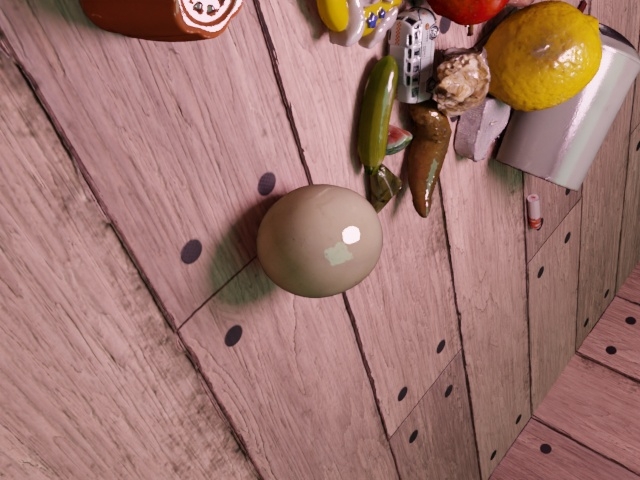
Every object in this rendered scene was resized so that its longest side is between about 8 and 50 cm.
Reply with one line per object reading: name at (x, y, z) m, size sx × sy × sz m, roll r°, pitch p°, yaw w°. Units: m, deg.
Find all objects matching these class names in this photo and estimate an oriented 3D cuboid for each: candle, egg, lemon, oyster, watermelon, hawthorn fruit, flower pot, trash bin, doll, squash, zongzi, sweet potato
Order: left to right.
flower pot at (-0.203, -0.345, 0.975) m, size 0.191 × 0.173 × 0.190 m, roll -29°, pitch 133°, yaw -37°
egg at (0.000, 0.000, 1.404) m, size 0.269 × 0.219 × 0.219 m, roll -13°, pitch 120°, yaw -53°
doll at (0.081, -0.467, 1.316) m, size 0.237 × 0.111 × 0.252 m, roll 4°, pitch 116°, yaw -52°
zongzi at (0.122, -0.111, 1.644) m, size 0.113 × 0.052 × 0.104 m, roll -52°, pitch 137°, yaw 4°
squash at (0.115, -0.255, 1.526) m, size 0.069 × 0.069 × 0.257 m, roll -18°, pitch 124°, yaw -46°
watermelon at (0.151, -0.220, 1.613) m, size 0.092 × 0.072 × 0.084 m, roll -29°, pitch 162°, yaw 16°
sweet potato at (0.247, -0.215, 1.691) m, size 0.124 × 0.098 × 0.309 m, roll -42°, pitch 138°, yaw -50°
oyster at (0.310, -0.351, 1.583) m, size 0.341 × 0.111 × 0.166 m, roll -24°, pitch 113°, yaw -75°
hawthorn fruit at (0.303, -0.525, 1.470) m, size 0.230 × 0.210 × 0.266 m, roll -80°, pitch 159°, yaw -45°
candle at (0.411, -0.306, 1.872) m, size 0.192 × 0.068 × 0.168 m, roll -53°, pitch 146°, yaw -19°
lemon at (0.525, -0.436, 1.767) m, size 0.311 × 0.253 × 0.253 m, roll -28°, pitch 145°, yaw 12°
trash bin at (0.669, -0.373, 1.990) m, size 0.280 × 0.280 × 0.431 m, roll 5°, pitch 109°, yaw -53°

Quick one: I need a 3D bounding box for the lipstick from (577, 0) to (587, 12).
lipstick at (0.729, -0.619, 2.131) m, size 0.027 × 0.027 × 0.176 m, roll 37°, pitch 79°, yaw -54°

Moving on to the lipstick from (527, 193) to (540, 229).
lipstick at (0.694, -0.093, 2.388) m, size 0.038 × 0.038 × 0.130 m, roll -46°, pitch 141°, yaw -24°

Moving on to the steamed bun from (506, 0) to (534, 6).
steamed bun at (0.450, -0.621, 1.710) m, size 0.175 × 0.106 × 0.144 m, roll -34°, pitch 130°, yaw -55°

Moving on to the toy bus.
toy bus at (0.186, -0.381, 1.526) m, size 0.089 × 0.087 × 0.193 m, roll -26°, pitch 128°, yaw -37°
